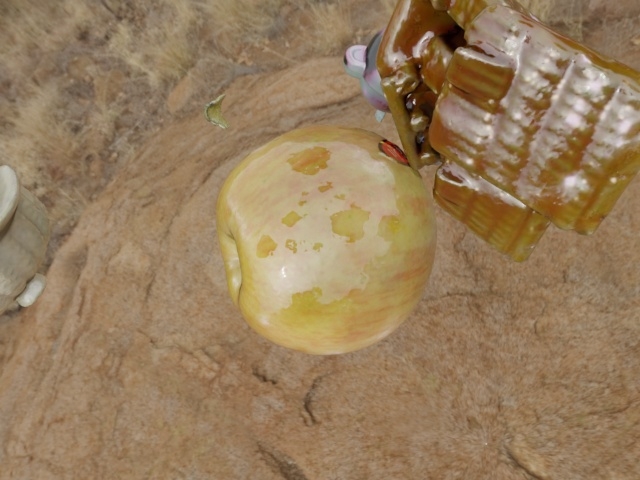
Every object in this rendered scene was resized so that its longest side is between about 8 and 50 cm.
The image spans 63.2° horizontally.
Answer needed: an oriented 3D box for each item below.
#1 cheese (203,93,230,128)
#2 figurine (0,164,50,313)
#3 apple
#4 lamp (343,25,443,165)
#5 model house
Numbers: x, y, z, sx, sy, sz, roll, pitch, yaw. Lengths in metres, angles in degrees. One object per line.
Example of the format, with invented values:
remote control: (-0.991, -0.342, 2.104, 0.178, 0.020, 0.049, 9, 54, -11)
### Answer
cheese: (-0.243, -0.297, 1.231, 0.041, 0.084, 0.060, 3, 37, 24)
figurine: (-0.436, -0.039, 0.510, 0.332, 0.204, 0.185, 31, 77, -6)
apple: (0.000, 0.000, 0.898, 0.346, 0.391, 0.391, -7, 61, -26)
lamp: (0.206, -0.300, 1.086, 0.247, 0.247, 0.301, -24, 71, -20)
model house: (0.162, -0.092, 0.443, 0.220, 0.199, 0.229, 5, 40, -24)
